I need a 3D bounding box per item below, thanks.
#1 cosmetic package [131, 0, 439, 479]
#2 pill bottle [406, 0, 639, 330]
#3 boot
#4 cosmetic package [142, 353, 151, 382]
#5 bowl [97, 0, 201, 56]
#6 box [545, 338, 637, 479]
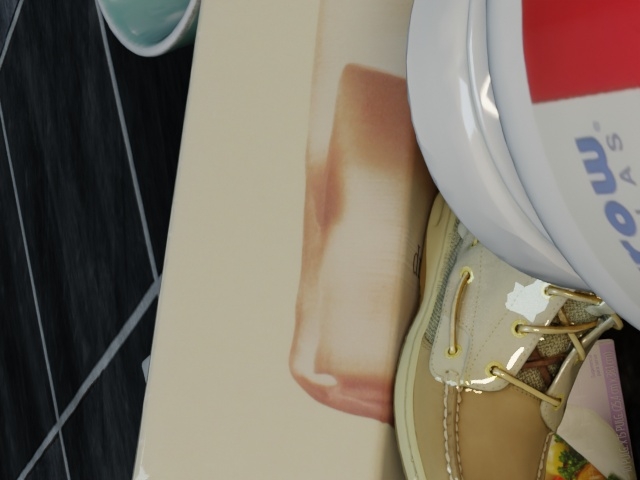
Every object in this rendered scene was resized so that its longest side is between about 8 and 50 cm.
[{"bbox_3d":[0.000,0.000,0.810,0.153,0.129,0.296,43,-128,-72],"label":"cosmetic package"},{"bbox_3d":[0.190,-0.067,0.402,0.408,0.229,0.229,178,86,-66],"label":"pill bottle"},{"bbox_3d":[0.117,0.033,0.684,0.165,0.077,0.213,-28,43,44],"label":"boot"},{"bbox_3d":[0.010,0.217,0.956,0.197,0.155,0.365,-40,60,60],"label":"cosmetic package"},{"bbox_3d":[-0.045,-0.277,0.961,0.311,0.163,0.311,174,90,-66],"label":"bowl"},{"bbox_3d":[0.138,0.214,0.783,0.067,0.063,0.324,160,104,-65],"label":"box"}]
